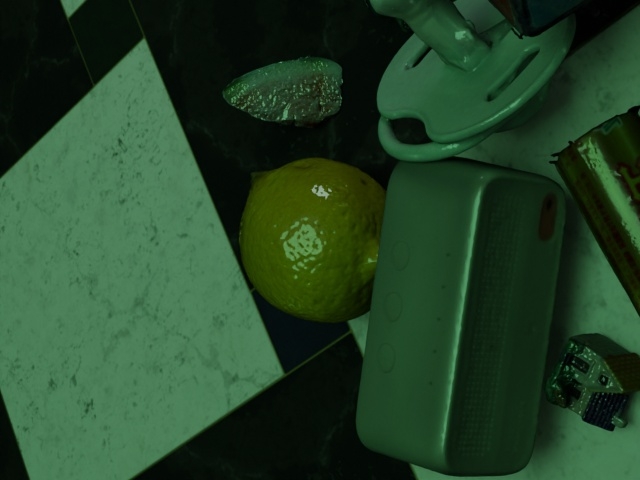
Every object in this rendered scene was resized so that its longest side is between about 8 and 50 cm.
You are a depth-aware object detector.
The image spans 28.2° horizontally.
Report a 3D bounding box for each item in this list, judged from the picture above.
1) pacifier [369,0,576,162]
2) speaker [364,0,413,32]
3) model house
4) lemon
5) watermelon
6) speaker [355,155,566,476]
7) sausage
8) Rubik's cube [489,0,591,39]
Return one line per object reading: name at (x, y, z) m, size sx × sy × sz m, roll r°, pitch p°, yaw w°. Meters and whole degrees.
pacifier at (0.152, -0.253, 1.627) m, size 0.288 × 0.269 × 0.343 m, roll -49°, pitch 26°, yaw -5°
speaker at (0.113, -0.346, 1.829) m, size 0.075 × 0.060 × 0.094 m, roll -31°, pitch 105°, yaw 34°
model house at (0.349, 0.184, 1.593) m, size 0.100 × 0.088 × 0.100 m, roll 35°, pitch 114°, yaw 35°
lemon at (0.004, 0.005, 1.785) m, size 0.253 × 0.228 × 0.228 m, roll 45°, pitch 116°, yaw 43°
watermelon at (-0.056, -0.222, 1.931) m, size 0.180 × 0.081 × 0.094 m, roll 3°, pitch 68°, yaw 5°
speaker at (0.185, 0.097, 1.641) m, size 0.184 × 0.183 × 0.406 m, roll 14°, pitch 97°, yaw 60°
sausage at (0.396, 0.000, 1.536) m, size 0.125 × 0.117 × 0.317 m, roll -23°, pitch 71°, yaw 0°
Rubik's cube at (0.253, -0.510, 1.426) m, size 0.363 × 0.359 × 0.362 m, roll -34°, pitch 49°, yaw -5°
